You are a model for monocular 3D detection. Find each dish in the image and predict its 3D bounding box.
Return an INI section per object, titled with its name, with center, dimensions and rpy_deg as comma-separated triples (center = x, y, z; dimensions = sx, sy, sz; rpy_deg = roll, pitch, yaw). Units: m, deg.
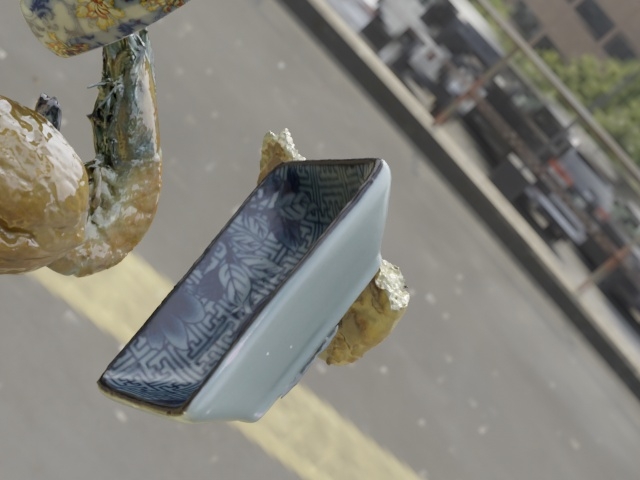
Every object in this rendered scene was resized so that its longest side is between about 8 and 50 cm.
[dish]
center = -0.041, 0.051, 1.253
dimensions = 0.080, 0.243, 0.182
rpy_deg = 45, -17, -21

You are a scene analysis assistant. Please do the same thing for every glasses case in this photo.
[glasses case]
center = -0.175, -0.239, 1.522
dimensions = 0.087, 0.248, 0.065
rpy_deg = 55, 39, -21

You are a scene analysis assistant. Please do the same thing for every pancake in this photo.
[pancake]
center = 0.000, 0.000, 1.553
dimensions = 0.057, 0.266, 0.244
rpy_deg = -4, 72, -27

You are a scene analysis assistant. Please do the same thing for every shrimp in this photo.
[shrimp]
center = -0.334, -0.157, 2.392
dimensions = 0.085, 0.445, 0.272
rpy_deg = 22, 24, 38

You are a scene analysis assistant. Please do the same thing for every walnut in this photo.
[walnut]
center = -0.282, -0.049, 1.443
dimensions = 0.184, 0.155, 0.155
rpy_deg = 37, 16, -8
